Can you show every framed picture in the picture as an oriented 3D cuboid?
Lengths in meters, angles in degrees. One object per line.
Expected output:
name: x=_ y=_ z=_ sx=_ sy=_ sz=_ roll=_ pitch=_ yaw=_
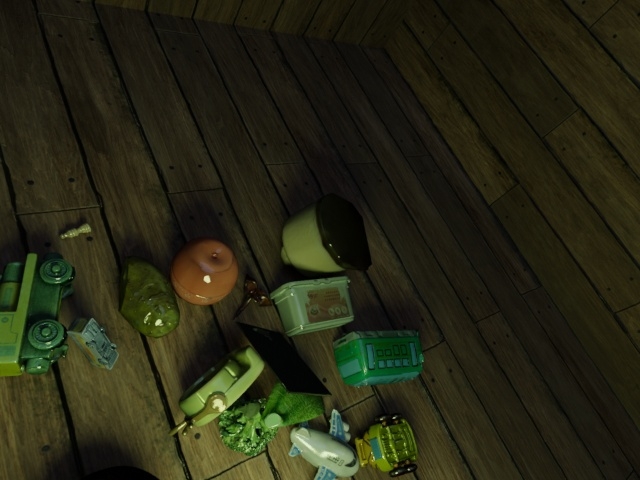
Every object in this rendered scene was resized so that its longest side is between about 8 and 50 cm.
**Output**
framed picture: x=-0.122 y=0.393 z=1.492 sx=0.324 sy=0.013 sz=0.244 roll=41 pitch=6 yaw=38

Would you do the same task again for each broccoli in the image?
broccoli: x=-0.223 y=0.562 z=1.392 sx=0.196 sy=0.156 sz=0.195 roll=3 pitch=31 yaw=-2

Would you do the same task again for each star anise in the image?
star anise: x=-0.273 y=0.218 z=1.675 sx=0.158 sy=0.144 sz=0.140 roll=51 pitch=1 yaw=-1

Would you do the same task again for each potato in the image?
potato: x=-0.564 y=0.180 z=1.450 sx=0.176 sy=0.141 sz=0.298 roll=-9 pitch=57 yaw=-52

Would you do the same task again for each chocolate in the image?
chocolate: x=0.000 y=0.000 z=1.850 sx=0.326 sy=0.297 sz=0.313 roll=17 pitch=56 yaw=-45

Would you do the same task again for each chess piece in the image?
chess piece: x=-0.819 y=-0.028 z=1.502 sx=0.092 sy=0.035 sz=0.035 roll=-30 pitch=78 yaw=-39

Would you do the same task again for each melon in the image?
melon: x=-0.086 y=0.511 z=1.430 sx=0.196 sy=0.124 sz=0.323 roll=45 pitch=2 yaw=11

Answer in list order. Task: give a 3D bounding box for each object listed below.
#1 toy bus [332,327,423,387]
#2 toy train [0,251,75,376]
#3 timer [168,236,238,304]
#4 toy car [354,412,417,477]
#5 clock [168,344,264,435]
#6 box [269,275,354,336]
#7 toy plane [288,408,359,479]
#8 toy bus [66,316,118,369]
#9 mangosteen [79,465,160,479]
toy bus: x=0.235 y=0.451 z=1.740 sx=0.344 sy=0.183 sz=0.199 roll=4 pitch=60 yaw=-30
toy train: x=-0.830 y=0.195 z=1.265 sx=0.238 sy=0.150 sz=0.368 roll=4 pitch=55 yaw=-24
timer: x=-0.401 y=0.107 z=1.556 sx=0.230 sy=0.215 sz=0.229 roll=23 pitch=44 yaw=-23
toy car: x=0.227 y=0.718 z=1.573 sx=0.248 sy=0.142 sz=0.200 roll=24 pitch=45 yaw=-48
clock: x=-0.320 y=0.451 z=1.342 sx=0.096 sy=0.235 sz=0.308 roll=52 pitch=49 yaw=-5
box: x=-0.018 y=0.254 z=1.739 sx=0.312 sy=0.175 sz=0.182 roll=-4 pitch=71 yaw=-35
toy plane: x=0.015 y=0.686 z=1.475 sx=0.267 sy=0.122 sz=0.266 roll=18 pitch=52 yaw=-25
toy bus: x=-0.645 y=0.296 z=1.282 sx=0.076 sy=0.190 sz=0.064 roll=5 pitch=45 yaw=7
mangosteen: x=-0.475 y=0.691 z=1.052 sx=0.313 sy=0.297 sz=0.296 roll=52 pitch=40 yaw=-30
